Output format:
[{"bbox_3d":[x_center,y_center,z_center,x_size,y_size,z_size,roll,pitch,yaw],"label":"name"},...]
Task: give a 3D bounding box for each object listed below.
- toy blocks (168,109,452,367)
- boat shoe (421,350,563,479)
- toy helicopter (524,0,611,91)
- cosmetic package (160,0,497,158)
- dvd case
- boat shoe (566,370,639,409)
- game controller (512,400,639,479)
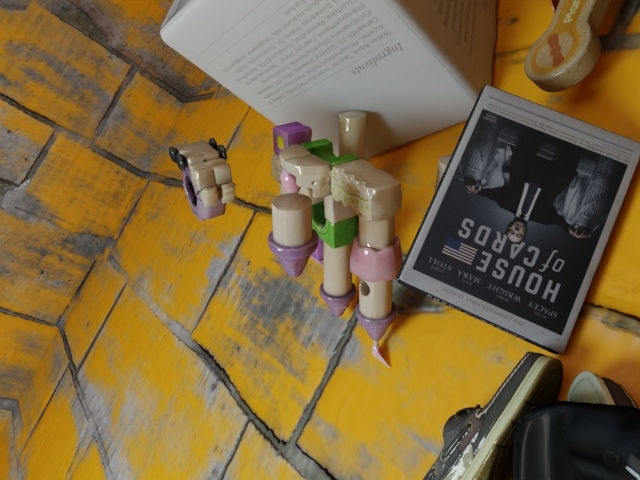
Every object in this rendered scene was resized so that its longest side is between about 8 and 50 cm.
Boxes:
[{"bbox_3d":[0.000,0.000,0.673,0.288,0.308,0.260,41,141,47],"label":"toy blocks"},{"bbox_3d":[0.153,0.200,0.479,0.073,0.080,0.224,31,95,50],"label":"boat shoe"},{"bbox_3d":[0.335,-0.349,0.613,0.235,0.140,0.355,18,82,56],"label":"toy helicopter"},{"bbox_3d":[0.036,-0.379,0.772,0.327,0.393,0.330,-14,54,45],"label":"cosmetic package"},{"bbox_3d":[0.210,-0.028,0.519,0.029,0.179,0.239,71,-136,-78],"label":"dvd case"},{"bbox_3d":[0.247,0.211,0.369,0.081,0.068,0.228,96,180,-50],"label":"boat shoe"},{"bbox_3d":[0.183,0.273,0.320,0.166,0.067,0.320,137,140,-69],"label":"game controller"}]
